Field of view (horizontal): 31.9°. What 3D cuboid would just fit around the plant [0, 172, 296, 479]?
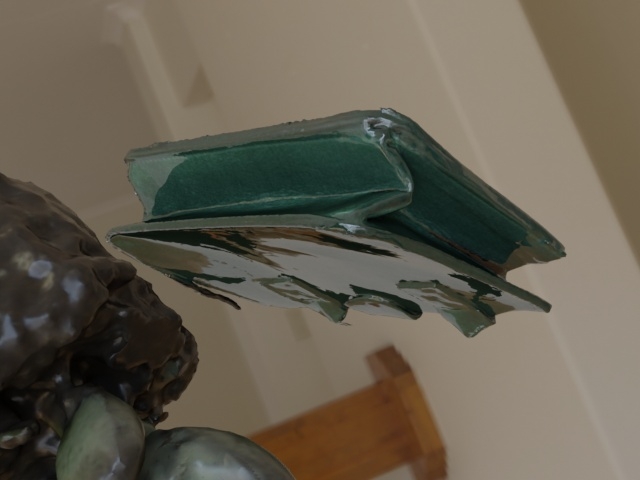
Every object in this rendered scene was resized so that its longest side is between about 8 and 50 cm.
[{"bbox_3d":[-0.105,0.103,0.512,0.149,0.274,0.146,-41,-19,-3],"label":"plant"}]

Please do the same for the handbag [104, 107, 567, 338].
[{"bbox_3d":[-0.001,0.000,0.888,0.238,0.089,0.326,29,-22,-38],"label":"handbag"}]
